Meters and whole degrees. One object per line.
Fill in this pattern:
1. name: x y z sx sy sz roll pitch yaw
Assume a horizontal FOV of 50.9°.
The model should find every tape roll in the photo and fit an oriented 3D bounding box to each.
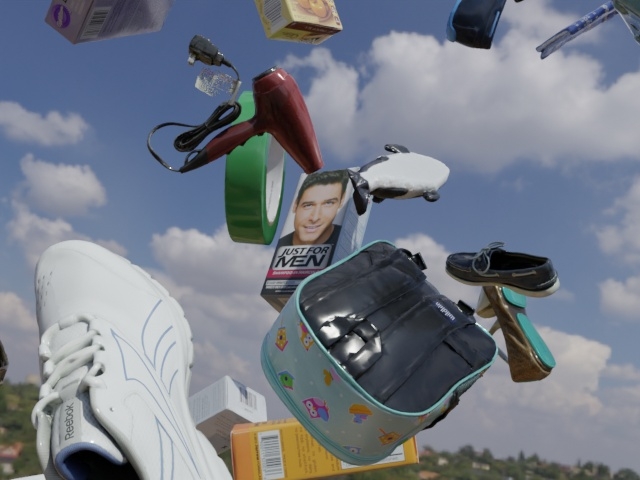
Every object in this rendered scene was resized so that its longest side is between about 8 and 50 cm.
1. tape roll: -0.131 -0.151 1.420 0.077 0.321 0.321 6 -16 3

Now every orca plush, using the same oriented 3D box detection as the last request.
1. orca plush: 0.137 -0.092 1.291 0.151 0.287 0.102 42 -53 10

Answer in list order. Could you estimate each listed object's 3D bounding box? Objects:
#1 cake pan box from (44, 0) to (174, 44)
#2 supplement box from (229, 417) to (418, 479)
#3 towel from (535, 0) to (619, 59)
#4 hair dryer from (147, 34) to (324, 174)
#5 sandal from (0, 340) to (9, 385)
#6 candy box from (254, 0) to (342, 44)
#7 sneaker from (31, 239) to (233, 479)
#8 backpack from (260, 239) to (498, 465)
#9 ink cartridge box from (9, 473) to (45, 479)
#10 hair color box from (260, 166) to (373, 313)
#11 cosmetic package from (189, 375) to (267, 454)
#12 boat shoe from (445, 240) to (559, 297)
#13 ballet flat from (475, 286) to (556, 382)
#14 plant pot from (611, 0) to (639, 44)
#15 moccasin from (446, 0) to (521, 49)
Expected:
1. cake pan box: -0.280 -0.427 1.027 0.070 0.246 0.267 39 -60 3
2. supplement box: 0.004 0.265 0.873 0.233 0.080 0.078 -5 -9 -4
3. towel: 0.576 -0.442 1.233 0.336 0.040 0.243 -30 3 7
4. hair dryer: -0.123 -0.193 1.142 0.294 0.223 0.080 21 12 -14
5. sandal: -0.368 0.121 0.685 0.086 0.120 0.302 -9 -46 -23
6. candy box: -0.080 -0.595 1.463 0.088 0.316 0.183 -20 -3 37
7. sneaker: -0.149 0.113 0.487 0.111 0.297 0.129 -33 -27 3
8. backpack: 0.039 0.101 0.589 0.144 0.166 0.188 -49 -16 28
9. ink cartridge box: -0.386 0.534 1.099 0.223 0.307 0.129 -2 -25 -26
10. hair color box: 0.000 0.000 1.703 0.185 0.374 0.113 -3 -35 32
11. cosmetic package: -0.232 0.375 1.363 0.231 0.085 0.117 -35 -52 21
12. boat shoe: 0.357 0.051 1.363 0.254 0.095 0.079 16 -44 50
13. ballet flat: 0.439 0.186 1.593 0.116 0.342 0.124 22 -49 -38
14. plant pot: 0.487 -0.318 0.769 0.252 0.247 0.248 -47 -35 21
15. moccasin: 0.390 -0.532 1.396 0.117 0.342 0.138 32 -3 15
